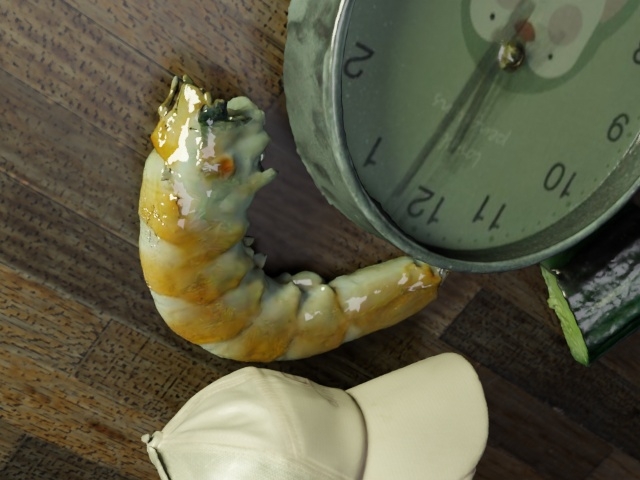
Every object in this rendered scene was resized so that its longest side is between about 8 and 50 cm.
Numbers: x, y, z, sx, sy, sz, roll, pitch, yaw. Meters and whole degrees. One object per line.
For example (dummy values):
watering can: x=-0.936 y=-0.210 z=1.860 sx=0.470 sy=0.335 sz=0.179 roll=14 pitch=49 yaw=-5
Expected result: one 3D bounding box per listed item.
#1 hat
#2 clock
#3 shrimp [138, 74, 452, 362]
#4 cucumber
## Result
hat: x=0.002 y=0.132 z=0.714 sx=0.226 sy=0.219 sz=0.164 roll=-42 pitch=108 yaw=-6
clock: x=0.130 y=-0.128 z=0.650 sx=0.318 sy=0.066 sz=0.319 roll=-11 pitch=117 yaw=-22
shrimp: x=-0.029 y=0.017 z=0.711 sx=0.287 sy=0.068 sz=0.185 roll=30 pitch=107 yaw=-28
cucumber: x=0.252 y=0.041 z=0.803 sx=0.115 sy=0.062 sz=0.116 roll=-36 pitch=121 yaw=0
